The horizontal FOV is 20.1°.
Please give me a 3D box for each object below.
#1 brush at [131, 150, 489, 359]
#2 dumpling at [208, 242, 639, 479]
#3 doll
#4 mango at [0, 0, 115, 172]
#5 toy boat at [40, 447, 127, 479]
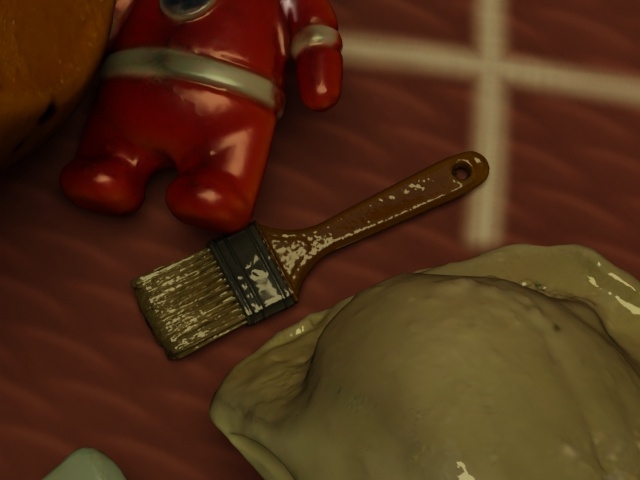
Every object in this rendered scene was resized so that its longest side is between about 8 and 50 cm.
[{"bbox_3d":[0.000,0.000,0.796,0.170,0.014,0.043,-26,74,-12],"label":"brush"},{"bbox_3d":[0.087,0.081,0.709,0.179,0.131,0.252,-34,49,-31],"label":"dumpling"},{"bbox_3d":[-0.039,-0.122,0.798,0.142,0.076,0.245,11,76,24],"label":"doll"},{"bbox_3d":[-0.194,-0.068,0.688,0.191,0.290,0.160,-16,109,18],"label":"mango"},{"bbox_3d":[-0.048,0.211,0.660,0.199,0.100,0.290,-45,67,5],"label":"toy boat"}]
